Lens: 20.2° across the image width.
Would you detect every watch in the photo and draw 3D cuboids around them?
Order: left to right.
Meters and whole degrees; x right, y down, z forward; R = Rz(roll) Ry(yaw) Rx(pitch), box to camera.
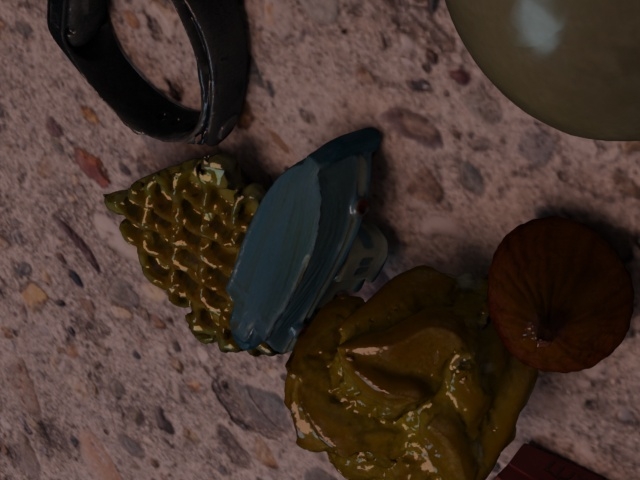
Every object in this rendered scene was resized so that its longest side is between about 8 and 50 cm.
[{"bbox_3d":[-0.144,-0.181,1.516,0.193,0.068,0.206,34,143,14],"label":"watch"}]

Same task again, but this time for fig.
[{"bbox_3d":[0.168,0.058,1.338,0.119,0.153,0.119,17,134,19],"label":"fig"}]

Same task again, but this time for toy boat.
[{"bbox_3d":[0.000,0.000,1.496,0.088,0.102,0.215,46,124,37],"label":"toy boat"}]

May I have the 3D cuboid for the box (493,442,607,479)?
[{"bbox_3d":[0.205,0.261,1.543,0.111,0.060,0.156,23,132,30],"label":"box"}]

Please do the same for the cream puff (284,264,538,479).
[{"bbox_3d":[0.060,0.121,1.443,0.194,0.195,0.221,47,137,4],"label":"cream puff"}]

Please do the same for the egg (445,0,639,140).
[{"bbox_3d":[0.193,-0.210,1.010,0.258,0.258,0.352,39,139,14],"label":"egg"}]

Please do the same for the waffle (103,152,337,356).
[{"bbox_3d":[-0.082,0.016,1.624,0.223,0.054,0.204,-16,110,50],"label":"waffle"}]
